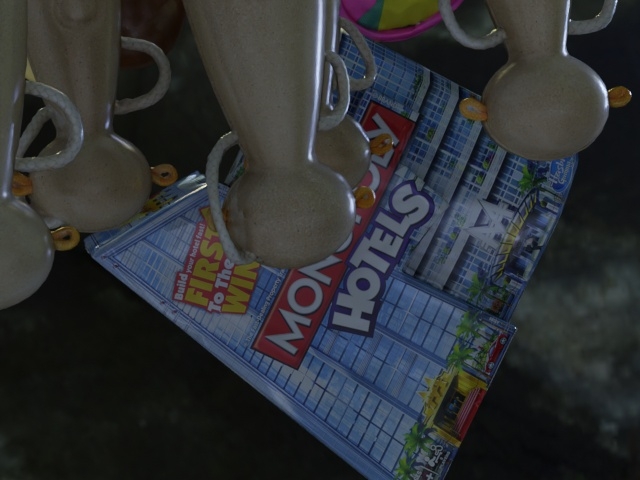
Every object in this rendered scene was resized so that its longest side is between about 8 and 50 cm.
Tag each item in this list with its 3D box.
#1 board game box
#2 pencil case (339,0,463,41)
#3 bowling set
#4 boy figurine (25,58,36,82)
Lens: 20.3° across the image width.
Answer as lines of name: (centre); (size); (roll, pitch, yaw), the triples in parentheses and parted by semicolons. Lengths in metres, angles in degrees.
board game box: (0.000, 0.000, 0.831); (0.194, 0.060, 0.194); (25, -89, -14)
pencil case: (-0.004, -0.200, 0.990); (0.104, 0.104, 0.236); (-30, -136, -10)
bowling set: (-0.039, -0.060, 0.711); (0.287, 0.200, 0.154); (-8, -92, -13)
boy figurine: (-0.211, -0.198, 1.150); (0.177, 0.092, 0.285); (-30, -126, -30)
